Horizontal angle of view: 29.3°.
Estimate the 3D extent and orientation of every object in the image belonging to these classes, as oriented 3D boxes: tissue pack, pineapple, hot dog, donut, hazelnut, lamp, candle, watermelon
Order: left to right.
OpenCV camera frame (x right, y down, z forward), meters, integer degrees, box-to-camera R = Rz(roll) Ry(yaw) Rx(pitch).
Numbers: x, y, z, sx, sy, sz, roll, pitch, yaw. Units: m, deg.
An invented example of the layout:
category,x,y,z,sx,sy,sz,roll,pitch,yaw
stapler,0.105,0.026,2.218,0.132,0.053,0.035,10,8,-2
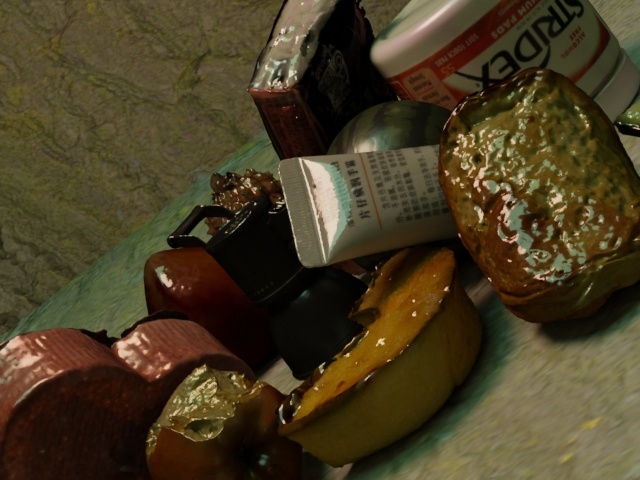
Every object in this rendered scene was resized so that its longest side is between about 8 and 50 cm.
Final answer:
category,x,y,z,sx,sy,sz,roll,pitch,yaw
candle,-0.223,0.230,1.306,0.131,0.317,0.287,34,114,46
hazelnut,-0.149,0.085,1.636,0.208,0.208,0.208,-38,13,11
pineapple,-0.107,-0.039,1.947,0.166,0.193,0.166,-38,21,17
lamp,-0.044,0.032,1.457,0.172,0.227,0.147,-29,17,40
tissue pack,0.019,-0.141,1.563,0.123,0.332,0.245,-3,45,24
donut,0.080,0.102,1.159,0.152,0.101,0.259,-24,19,47
watermelon,0.101,-0.057,1.392,0.212,0.212,0.212,-38,13,11
hot dog,0.211,-0.030,1.118,0.175,0.114,0.259,-24,53,6

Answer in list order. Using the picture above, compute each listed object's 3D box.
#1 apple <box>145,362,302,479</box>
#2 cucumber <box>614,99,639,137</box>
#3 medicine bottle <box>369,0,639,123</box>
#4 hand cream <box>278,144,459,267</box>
category,x,y,z,sx,sy,sz,roll,pitch,yaw
apple,-0.091,0.209,1.206,0.156,0.147,0.158,-10,15,-16
cucumber,0.422,-0.179,1.133,0.325,0.105,0.145,-43,40,-10
medicine bottle,0.224,-0.220,1.507,0.252,0.241,0.252,-38,14,11
hand cream,0.120,-0.047,1.239,0.089,0.314,0.139,95,167,-54
